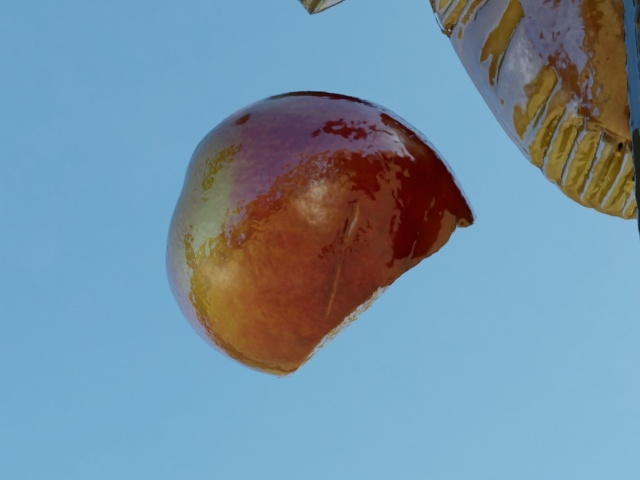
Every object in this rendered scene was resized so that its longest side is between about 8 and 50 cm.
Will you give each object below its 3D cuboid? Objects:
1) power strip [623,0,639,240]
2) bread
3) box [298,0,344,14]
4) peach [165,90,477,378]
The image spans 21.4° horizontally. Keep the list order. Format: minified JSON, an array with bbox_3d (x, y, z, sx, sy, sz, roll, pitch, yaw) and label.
[{"bbox_3d":[0.299,-0.062,0.944,0.251,0.257,0.092,1,-14,-9],"label":"power strip"},{"bbox_3d":[0.197,-0.165,1.100,0.204,0.288,0.156,-18,-21,-11],"label":"bread"},{"bbox_3d":[0.018,-0.404,1.699,0.084,0.198,0.310,-30,-16,-43],"label":"box"},{"bbox_3d":[0.000,0.000,1.095,0.192,0.190,0.190,17,-32,23],"label":"peach"}]
